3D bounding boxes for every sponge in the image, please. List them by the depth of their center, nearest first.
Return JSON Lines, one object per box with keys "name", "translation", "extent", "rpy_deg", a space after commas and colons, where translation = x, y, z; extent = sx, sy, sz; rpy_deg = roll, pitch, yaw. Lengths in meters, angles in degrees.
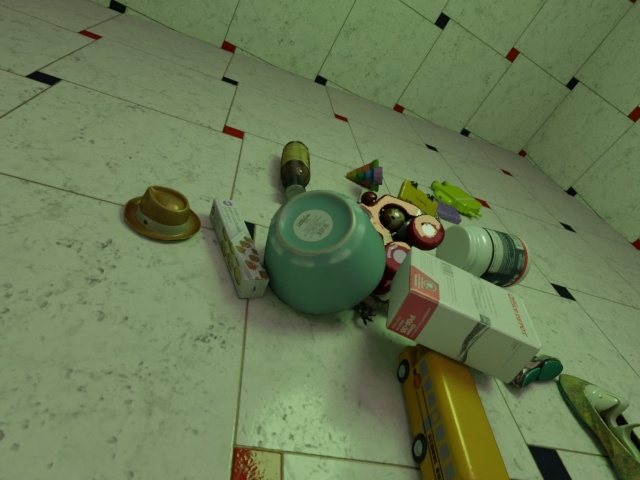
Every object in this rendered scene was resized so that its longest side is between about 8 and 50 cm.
{"name": "sponge", "translation": [0.519, -0.142, 1.813], "extent": [0.210, 0.031, 0.117], "rpy_deg": [19, 32, -12]}

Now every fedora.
{"name": "fedora", "translation": [-0.393, -0.081, 1.033], "extent": [0.194, 0.079, 0.194], "rpy_deg": [18, 32, -12]}

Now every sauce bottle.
{"name": "sauce bottle", "translation": [-0.091, -0.247, 1.468], "extent": [0.111, 0.111, 0.344], "rpy_deg": [17, 34, -14]}

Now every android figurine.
{"name": "android figurine", "translation": [0.666, -0.200, 1.978], "extent": [0.248, 0.056, 0.273], "rpy_deg": [-6, 43, -41]}

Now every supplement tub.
{"name": "supplement tub", "translation": [0.558, 0.053, 1.401], "extent": [0.272, 0.191, 0.191], "rpy_deg": [11, 34, -22]}

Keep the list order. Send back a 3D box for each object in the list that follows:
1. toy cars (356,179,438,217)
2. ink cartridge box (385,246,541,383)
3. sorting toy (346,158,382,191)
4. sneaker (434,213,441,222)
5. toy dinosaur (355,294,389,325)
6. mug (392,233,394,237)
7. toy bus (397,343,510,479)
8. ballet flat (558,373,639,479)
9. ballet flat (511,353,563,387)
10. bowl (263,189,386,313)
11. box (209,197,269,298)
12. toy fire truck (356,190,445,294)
{"name": "toy cars", "translation": [0.271, -0.123, 1.513], "extent": [0.394, 0.087, 0.176], "rpy_deg": [-16, 94, -32]}
{"name": "ink cartridge box", "translation": [0.302, 0.156, 0.899], "extent": [0.283, 0.117, 0.207], "rpy_deg": [25, 27, 1]}
{"name": "sorting toy", "translation": [0.166, -0.256, 1.611], "extent": [0.126, 0.127, 0.365], "rpy_deg": [0, 10, 3]}
{"name": "sneaker", "translation": [0.428, -0.094, 1.643], "extent": [0.064, 0.086, 0.192], "rpy_deg": [-24, 73, -1]}
{"name": "toy dinosaur", "translation": [0.089, 0.150, 1.054], "extent": [0.268, 0.064, 0.118], "rpy_deg": [23, 17, -4]}
{"name": "mug", "translation": [0.170, 0.028, 1.272], "extent": [0.169, 0.113, 0.150], "rpy_deg": [17, 76, -22]}
{"name": "toy bus", "translation": [0.248, 0.342, 0.814], "extent": [0.108, 0.130, 0.332], "rpy_deg": [18, 32, -12]}
{"name": "ballet flat", "translation": [0.729, 0.456, 1.003], "extent": [0.123, 0.123, 0.348], "rpy_deg": [16, 33, -16]}
{"name": "ballet flat", "translation": [0.571, 0.344, 1.107], "extent": [0.222, 0.076, 0.079], "rpy_deg": [0, 20, -35]}
{"name": "bowl", "translation": [0.000, 0.000, 0.970], "extent": [0.312, 0.163, 0.311], "rpy_deg": [-4, 56, 5]}
{"name": "box", "translation": [-0.214, 0.010, 1.039], "extent": [0.063, 0.067, 0.324], "rpy_deg": [3, 39, -32]}
{"name": "toy fire truck", "translation": [0.175, -0.016, 1.141], "extent": [0.254, 0.169, 0.302], "rpy_deg": [45, 64, 8]}
